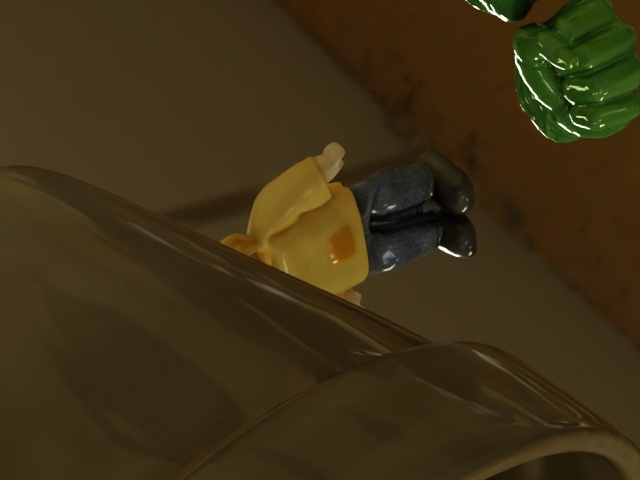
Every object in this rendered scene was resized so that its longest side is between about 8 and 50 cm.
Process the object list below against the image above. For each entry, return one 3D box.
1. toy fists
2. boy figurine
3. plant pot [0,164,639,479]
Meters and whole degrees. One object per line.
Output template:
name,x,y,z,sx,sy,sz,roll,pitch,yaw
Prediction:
toy fists,0.215,-0.224,1.935,0.096,0.142,0.279,-28,-94,-28
boy figurine,0.000,0.000,1.771,0.285,0.177,0.092,-19,-147,-27
plant pot,-0.075,0.123,0.797,0.323,0.323,0.280,-22,-131,-38
